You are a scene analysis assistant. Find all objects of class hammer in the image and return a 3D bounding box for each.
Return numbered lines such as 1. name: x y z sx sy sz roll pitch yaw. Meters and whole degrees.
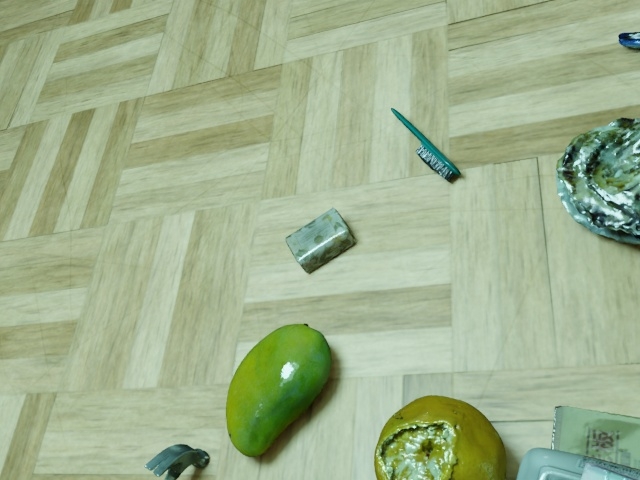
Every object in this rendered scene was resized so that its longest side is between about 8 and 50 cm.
1. hammer: -0.240 0.388 0.893 0.029 0.103 0.246 23 79 28

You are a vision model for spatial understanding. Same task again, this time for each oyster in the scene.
1. oyster: 0.479 -0.081 0.832 0.350 0.158 0.162 -4 100 15

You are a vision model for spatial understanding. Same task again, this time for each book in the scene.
1. book: 0.365 0.272 0.716 0.230 0.026 0.161 3 61 27

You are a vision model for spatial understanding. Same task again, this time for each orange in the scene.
1. orange: 0.136 0.253 0.769 0.154 0.134 0.155 -12 49 14

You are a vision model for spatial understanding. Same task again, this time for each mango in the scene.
1. mango: -0.066 0.197 0.928 0.191 0.085 0.122 -44 55 -8

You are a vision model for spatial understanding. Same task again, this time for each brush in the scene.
1. brush: 0.160 -0.155 1.081 0.032 0.043 0.193 -48 49 12

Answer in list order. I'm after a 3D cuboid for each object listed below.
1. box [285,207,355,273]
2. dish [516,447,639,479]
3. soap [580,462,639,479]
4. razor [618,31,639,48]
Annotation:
1. box: 0.000 0.000 1.050 0.098 0.045 0.062 -33 52 1
2. dish: 0.292 0.296 0.669 0.212 0.077 0.151 8 65 29
3. soap: 0.300 0.275 0.595 0.149 0.056 0.100 15 69 31
4. razor: 0.604 -0.300 0.959 0.324 0.093 0.056 -2 94 28
